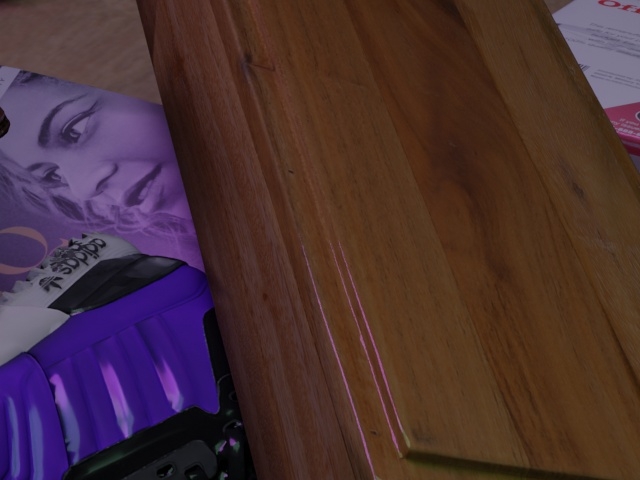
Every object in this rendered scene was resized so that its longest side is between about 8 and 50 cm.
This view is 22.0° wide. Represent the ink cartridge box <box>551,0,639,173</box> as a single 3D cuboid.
[{"bbox_3d":[0.184,-0.068,0.970,0.158,0.092,0.218,19,33,26],"label":"ink cartridge box"}]

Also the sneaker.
[{"bbox_3d":[-0.080,0.095,0.618,0.146,0.102,0.293,20,33,11],"label":"sneaker"}]

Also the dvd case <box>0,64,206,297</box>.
[{"bbox_3d":[-0.110,-0.006,0.819,0.221,0.018,0.164,14,55,19],"label":"dvd case"}]

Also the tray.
[{"bbox_3d":[0.048,-0.020,0.717,0.203,0.076,0.411,11,37,-26],"label":"tray"}]

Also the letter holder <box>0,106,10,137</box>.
[{"bbox_3d":[-0.306,-0.014,0.741,0.302,0.152,0.214,23,31,31],"label":"letter holder"}]
